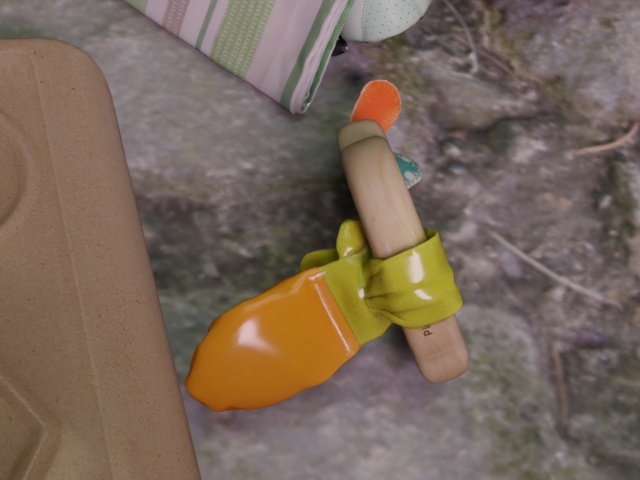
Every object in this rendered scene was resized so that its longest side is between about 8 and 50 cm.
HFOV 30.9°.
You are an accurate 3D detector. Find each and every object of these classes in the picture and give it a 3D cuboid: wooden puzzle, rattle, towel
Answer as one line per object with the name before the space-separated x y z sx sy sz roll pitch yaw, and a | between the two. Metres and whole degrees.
wooden puzzle | -0.242 0.047 0.517 0.348 0.080 0.322 -3 56 -24
rattle | 0.000 0.000 0.634 0.130 0.143 0.199 43 19 -41
towel | -0.056 -0.154 0.692 0.152 0.113 0.023 33 38 10

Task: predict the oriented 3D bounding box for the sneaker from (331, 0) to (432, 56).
sneaker | 0.006 -0.212 0.782 0.094 0.151 0.256 -22 27 5
